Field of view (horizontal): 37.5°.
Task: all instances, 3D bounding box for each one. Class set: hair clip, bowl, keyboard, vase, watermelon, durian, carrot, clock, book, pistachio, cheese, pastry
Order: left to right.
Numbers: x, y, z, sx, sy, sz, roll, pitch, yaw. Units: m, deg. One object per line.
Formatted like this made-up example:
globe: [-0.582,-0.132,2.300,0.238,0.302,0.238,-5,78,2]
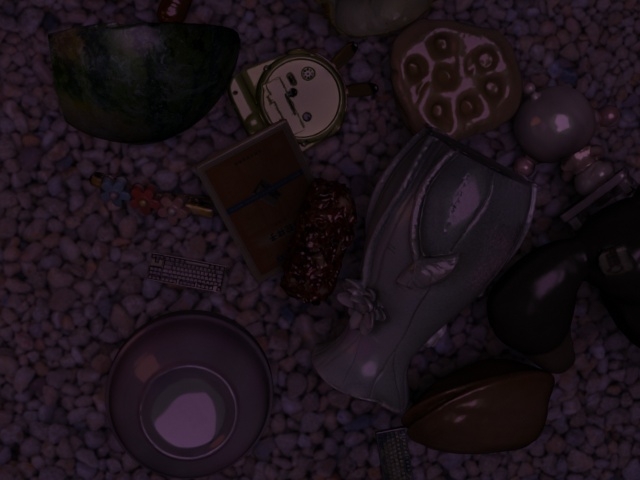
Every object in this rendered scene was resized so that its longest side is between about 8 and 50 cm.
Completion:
hair clip: [-0.280,-0.068,1.564,0.214,0.056,0.062,11,126,-8]
watermelon: [-0.270,-0.276,1.511,0.305,0.180,0.224,-7,140,-10]
keyboard: [-0.227,0.055,1.598,0.129,0.015,0.049,12,93,-7]
bowl: [-0.216,0.266,1.555,0.287,0.144,0.287,-1,96,-6]
carrot: [-0.209,-0.445,1.548,0.048,0.048,0.216,26,86,-8]
book: [-0.082,-0.061,1.562,0.170,0.018,0.241,-29,119,-4]
clock: [-0.027,-0.240,1.570,0.232,0.069,0.170,-28,98,-3]
pastry: [-0.001,-0.001,1.540,0.097,0.115,0.208,10,107,-24]
durian: [0.105,-0.407,1.539,0.252,0.139,0.144,-9,100,-6]
keyboard: [0.139,0.420,1.675,0.055,0.014,0.176,-10,96,-3]
vase: [0.155,0.056,1.513,0.250,0.250,0.445,25,105,-8]
cheese: [0.216,-0.262,1.574,0.235,0.117,0.218,33,93,-5]
pistachio: [0.267,0.277,1.570,0.260,0.163,0.213,0,135,-36]

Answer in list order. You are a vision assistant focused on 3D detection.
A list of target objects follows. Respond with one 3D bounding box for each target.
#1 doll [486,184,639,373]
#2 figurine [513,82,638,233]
doll: [0.490,0.089,1.573,0.378,0.252,0.382,-18,129,22]
figurine: [0.415,-0.157,1.605,0.256,0.182,0.144,52,45,-2]
